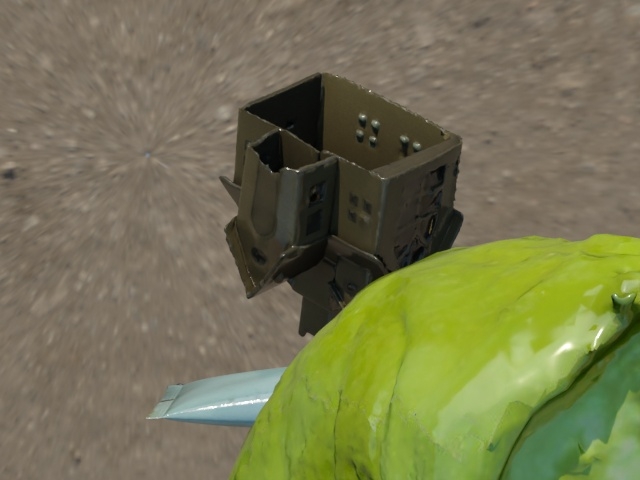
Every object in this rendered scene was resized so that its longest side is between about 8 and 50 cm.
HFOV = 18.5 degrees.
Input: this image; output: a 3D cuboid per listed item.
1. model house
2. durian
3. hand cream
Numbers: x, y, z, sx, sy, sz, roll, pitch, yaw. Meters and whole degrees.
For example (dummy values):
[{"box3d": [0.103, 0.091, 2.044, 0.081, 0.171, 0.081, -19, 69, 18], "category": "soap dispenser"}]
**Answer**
[{"box3d": [0.000, 0.000, 1.900, 0.204, 0.211, 0.243, -25, 132, -42], "category": "model house"}, {"box3d": [0.066, 0.125, 0.866, 0.204, 0.339, 0.256, 20, 81, -35], "category": "durian"}, {"box3d": [0.029, 0.120, 1.489, 0.312, 0.111, 0.070, -5, 99, 7], "category": "hand cream"}]
